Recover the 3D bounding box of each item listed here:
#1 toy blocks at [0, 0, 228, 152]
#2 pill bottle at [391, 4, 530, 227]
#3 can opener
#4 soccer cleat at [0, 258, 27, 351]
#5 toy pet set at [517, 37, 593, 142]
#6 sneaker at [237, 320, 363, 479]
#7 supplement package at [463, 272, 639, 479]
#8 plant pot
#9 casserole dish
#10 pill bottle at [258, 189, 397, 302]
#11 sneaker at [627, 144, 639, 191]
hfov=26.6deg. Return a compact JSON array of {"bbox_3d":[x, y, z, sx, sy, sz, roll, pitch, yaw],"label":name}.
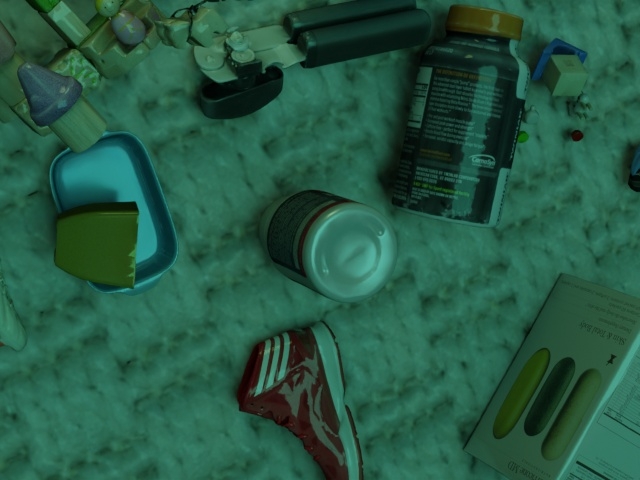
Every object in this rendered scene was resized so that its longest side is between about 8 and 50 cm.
[{"bbox_3d":[-0.258,-0.272,1.254,0.288,0.309,0.260,-47,120,-10],"label":"toy blocks"},{"bbox_3d":[0.168,-0.145,1.561,0.131,0.130,0.245,9,96,-25],"label":"pill bottle"},{"bbox_3d":[-0.012,-0.215,1.515,0.280,0.074,0.093,-18,141,-18],"label":"can opener"},{"bbox_3d":[-0.354,0.029,1.404,0.076,0.068,0.196,-38,109,-16],"label":"soccer cleat"},{"bbox_3d":[0.272,-0.183,1.653,0.122,0.065,0.114,-2,135,-20],"label":"toy pet set"},{"bbox_3d":[-0.030,0.212,1.579,0.128,0.087,0.221,-12,92,-12],"label":"sneaker"},{"bbox_3d":[0.356,0.213,1.670,0.198,0.199,0.262,31,87,-25],"label":"supplement package"},{"bbox_3d":[-0.234,0.002,1.405,0.083,0.081,0.081,3,99,-11],"label":"plant pot"},{"bbox_3d":[-0.226,-0.032,1.463,0.114,0.037,0.188,-23,107,-18],"label":"casserole dish"},{"bbox_3d":[0.000,0.000,1.487,0.108,0.180,0.107,-4,101,-23],"label":"pill bottle"},{"bbox_3d":[0.474,-0.078,1.752,0.188,0.067,0.078,9,117,-26],"label":"sneaker"}]
